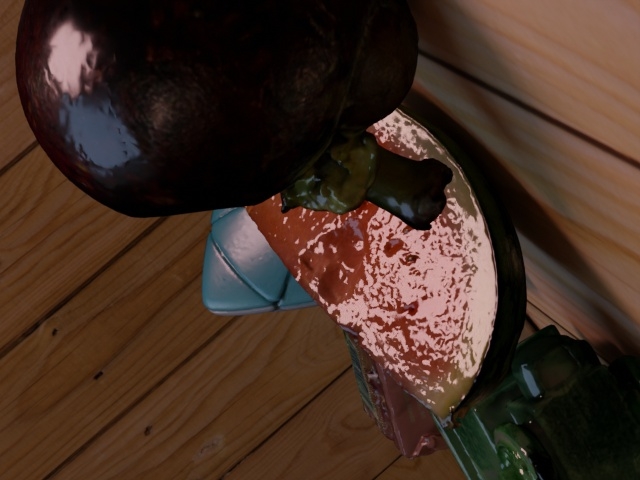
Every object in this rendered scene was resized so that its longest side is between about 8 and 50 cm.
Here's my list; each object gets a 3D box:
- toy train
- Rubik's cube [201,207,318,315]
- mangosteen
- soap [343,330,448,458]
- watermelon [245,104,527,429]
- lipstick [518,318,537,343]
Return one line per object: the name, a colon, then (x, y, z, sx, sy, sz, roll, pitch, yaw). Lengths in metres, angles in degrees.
toy train: (0.212, 0.196, 1.041, 0.266, 0.145, 0.202, 61, 169, -2)
Rubik's cube: (0.000, 0.000, 1.268, 0.254, 0.254, 0.254, 49, 176, 5)
mangosteen: (-0.042, -0.092, 0.828, 0.289, 0.231, 0.231, 44, 177, -10)
soap: (0.079, 0.108, 1.589, 0.218, 0.098, 0.273, -143, 36, -64)
watermelon: (0.072, -0.015, 1.029, 0.128, 0.159, 0.303, 6, -147, -50)
lipstick: (0.225, 0.151, 1.327, 0.264, 0.059, 0.059, 50, 176, -13)
